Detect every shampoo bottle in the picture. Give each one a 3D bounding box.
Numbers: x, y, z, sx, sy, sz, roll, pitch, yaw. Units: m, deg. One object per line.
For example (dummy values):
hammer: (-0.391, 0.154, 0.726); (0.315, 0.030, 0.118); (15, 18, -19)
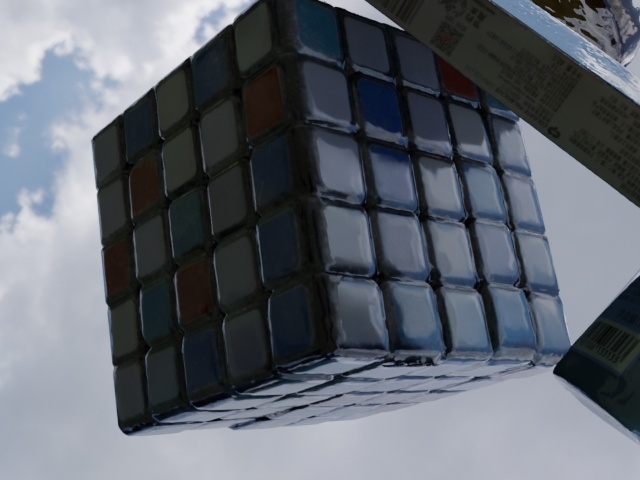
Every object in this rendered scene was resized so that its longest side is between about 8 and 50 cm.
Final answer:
shampoo bottle: (0.258, 0.010, 0.582); (0.061, 0.104, 0.258); (41, -90, -12)

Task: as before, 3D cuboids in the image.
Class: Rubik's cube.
Rubik's cube: (0.000, 0.000, 0.803); (0.287, 0.292, 0.293); (-26, -112, 43)

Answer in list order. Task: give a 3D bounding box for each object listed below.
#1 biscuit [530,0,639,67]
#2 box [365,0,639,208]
biscuit: (0.131, -0.239, 0.783); (0.318, 0.318, 0.040); (36, -93, 33)
box: (0.113, -0.086, 0.466); (0.218, 0.055, 0.039); (41, -59, 17)
